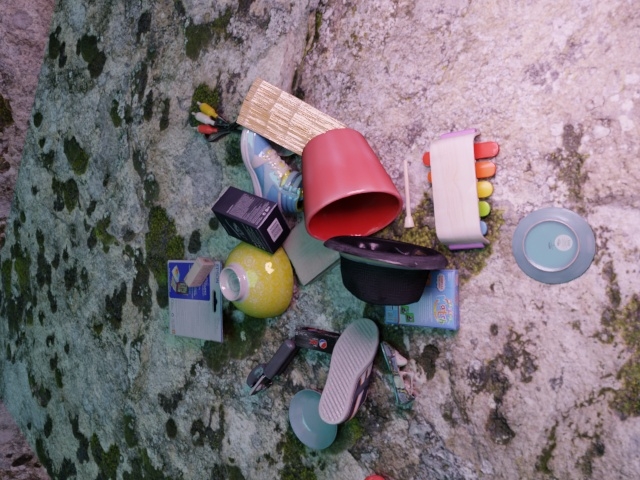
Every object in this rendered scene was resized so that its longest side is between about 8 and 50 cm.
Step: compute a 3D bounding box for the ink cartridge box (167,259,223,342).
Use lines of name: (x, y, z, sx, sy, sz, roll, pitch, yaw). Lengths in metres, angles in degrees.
ink cartridge box: (-0.466, 0.226, 1.915, 0.308, 0.072, 0.303, 0, 90, 33)

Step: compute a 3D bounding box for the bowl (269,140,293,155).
bowl: (-0.113, -0.367, 1.608, 0.170, 0.080, 0.170, 22, 132, 26)

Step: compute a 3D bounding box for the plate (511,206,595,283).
plate: (0.557, 0.012, 1.201, 0.188, 0.024, 0.187, 1, 92, 36)

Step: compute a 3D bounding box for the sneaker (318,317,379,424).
sneaker: (0.094, 0.393, 1.501, 0.126, 0.127, 0.320, 20, 79, 27)

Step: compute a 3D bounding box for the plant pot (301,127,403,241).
plant pot: (0.065, -0.163, 1.403, 0.275, 0.275, 0.243, -32, 60, 32)

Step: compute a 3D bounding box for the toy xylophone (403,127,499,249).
toy xylophone: (0.338, -0.134, 1.313, 0.237, 0.081, 0.322, 5, 95, 35)

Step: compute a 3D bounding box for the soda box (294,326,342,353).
soda box: (-0.002, 0.320, 1.595, 0.169, 0.053, 0.059, 5, 96, 36)

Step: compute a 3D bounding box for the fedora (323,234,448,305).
fedora: (0.161, 0.084, 1.315, 0.334, 0.334, 0.152, 12, 99, 35)

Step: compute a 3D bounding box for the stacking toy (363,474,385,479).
stacking toy: (0.142, 0.865, 1.490, 0.141, 0.141, 0.329, 13, 93, 34)

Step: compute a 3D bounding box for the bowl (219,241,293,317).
bowl: (-0.243, 0.134, 1.672, 0.290, 0.156, 0.289, 8, 102, 41)

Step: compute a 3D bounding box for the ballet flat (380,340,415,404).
ballet flat: (0.229, 0.376, 1.438, 0.070, 0.070, 0.188, -20, 82, 34)

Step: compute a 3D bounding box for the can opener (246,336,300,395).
can opener: (-0.173, 0.424, 1.710, 0.095, 0.076, 0.283, 45, 115, 24)

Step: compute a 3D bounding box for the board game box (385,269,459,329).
board game box: (0.281, 0.160, 1.395, 0.212, 0.039, 0.160, -1, 91, 37)

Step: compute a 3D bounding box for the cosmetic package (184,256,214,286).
cosmetic package: (-0.446, 0.116, 1.825, 0.041, 0.060, 0.115, 48, 113, 26)

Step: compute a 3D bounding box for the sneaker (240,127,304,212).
sneaker: (-0.123, -0.226, 1.579, 0.208, 0.127, 0.318, 7, 126, 31)

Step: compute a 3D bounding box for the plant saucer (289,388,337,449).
plant saucer: (-0.017, 0.580, 1.630, 0.195, 0.038, 0.194, 2, 94, 36)

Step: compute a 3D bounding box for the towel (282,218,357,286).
towel: (0.000, 0.000, 1.583, 0.282, 0.049, 0.187, -39, 69, 31)

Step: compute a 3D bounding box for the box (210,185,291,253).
box: (-0.222, -0.066, 1.596, 0.207, 0.153, 0.108, 23, 65, 28)

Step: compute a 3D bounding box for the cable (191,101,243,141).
cable: (-0.355, -0.408, 1.799, 0.287, 0.072, 0.139, 23, 111, 32)

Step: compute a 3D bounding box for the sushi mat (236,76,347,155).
sushi mat: (-0.086, -0.356, 1.513, 0.317, 0.019, 0.151, 27, 97, -8)
